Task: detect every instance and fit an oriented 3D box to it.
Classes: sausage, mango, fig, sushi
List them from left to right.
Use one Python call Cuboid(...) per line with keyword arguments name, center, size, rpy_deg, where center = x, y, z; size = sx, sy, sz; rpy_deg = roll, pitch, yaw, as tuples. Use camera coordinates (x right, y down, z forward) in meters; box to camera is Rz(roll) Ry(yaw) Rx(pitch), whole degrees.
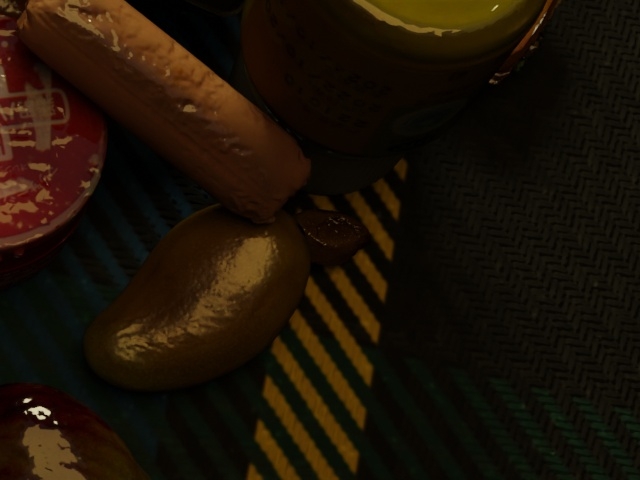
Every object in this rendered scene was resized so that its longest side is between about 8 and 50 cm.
Cuboid(name="fig", center=(-0.191, 0.235, 1.543), size=(0.274, 0.145, 0.170), rpy_deg=(31, 68, -17))
Cuboid(name="sausage", center=(-0.131, -0.121, 1.566), size=(0.289, 0.086, 0.086), rpy_deg=(38, 66, -18))
Cuboid(name="mango", center=(-0.106, 0.055, 1.640), size=(0.227, 0.099, 0.136), rpy_deg=(-37, 88, -15))
Cuboid(name="sushi", center=(0.000, 0.000, 1.712), size=(0.099, 0.047, 0.050), rpy_deg=(15, 50, -9))

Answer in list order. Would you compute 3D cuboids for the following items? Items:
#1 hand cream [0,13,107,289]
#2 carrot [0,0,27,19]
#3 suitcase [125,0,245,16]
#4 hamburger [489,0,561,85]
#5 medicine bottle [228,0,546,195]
Cuboid(name="hand cream", center=(-0.303, -0.072, 1.605), size=(0.230, 0.149, 0.230), rpy_deg=(5, 68, -14))
Cuboid(name="carrot", center=(-0.269, -0.197, 1.690), size=(0.193, 0.087, 0.087), rpy_deg=(27, 67, -2))
Cuboid(name="suitcase", center=(-0.145, -0.413, 1.646), size=(0.283, 0.194, 0.434), rpy_deg=(16, 89, -51))
Cuboid(name="hamburger", center=(0.160, -0.231, 1.810), size=(0.137, 0.087, 0.166), rpy_deg=(37, 66, 1))
Cuboid(name="medicine bottle", center=(0.043, -0.187, 1.603), size=(0.224, 0.384, 0.224), rpy_deg=(5, 71, -13))
